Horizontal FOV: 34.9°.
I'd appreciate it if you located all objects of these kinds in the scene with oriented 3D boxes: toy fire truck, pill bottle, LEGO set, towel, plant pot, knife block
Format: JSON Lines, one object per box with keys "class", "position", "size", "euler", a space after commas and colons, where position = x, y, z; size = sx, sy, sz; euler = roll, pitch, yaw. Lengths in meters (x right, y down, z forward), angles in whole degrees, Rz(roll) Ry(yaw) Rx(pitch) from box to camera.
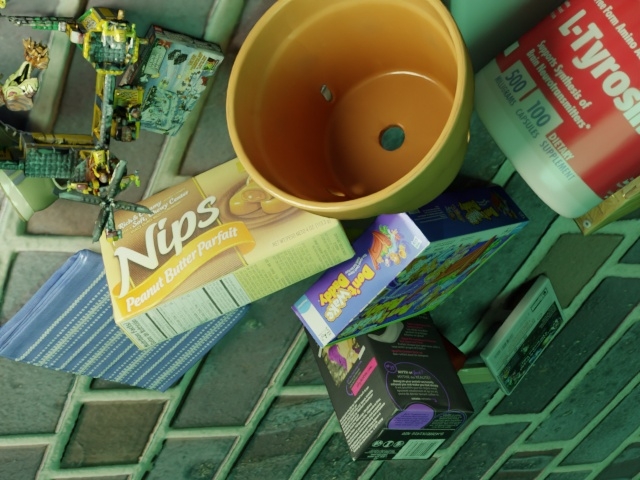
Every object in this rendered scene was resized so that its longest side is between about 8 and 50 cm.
{"class": "toy fire truck", "position": [0.236, 0.250, 1.904], "size": [0.246, 0.158, 0.217], "euler": [-37, 153, -27]}
{"class": "pill bottle", "position": [0.402, -0.230, 1.239], "size": [0.407, 0.229, 0.229], "euler": [-38, 139, 19]}
{"class": "LEGO set", "position": [-0.324, -0.131, 1.071], "size": [0.331, 0.192, 0.255], "euler": [7, 112, -28]}
{"class": "towel", "position": [-0.303, 0.130, 1.579], "size": [0.243, 0.040, 0.336], "euler": [-43, 139, 23]}
{"class": "plant pot", "position": [0.060, -0.153, 1.233], "size": [0.291, 0.291, 0.203], "euler": [-32, 158, 13]}
{"class": "knife block", "position": [0.542, -0.127, 1.602], "size": [0.242, 0.088, 0.276], "euler": [-12, 156, -39]}

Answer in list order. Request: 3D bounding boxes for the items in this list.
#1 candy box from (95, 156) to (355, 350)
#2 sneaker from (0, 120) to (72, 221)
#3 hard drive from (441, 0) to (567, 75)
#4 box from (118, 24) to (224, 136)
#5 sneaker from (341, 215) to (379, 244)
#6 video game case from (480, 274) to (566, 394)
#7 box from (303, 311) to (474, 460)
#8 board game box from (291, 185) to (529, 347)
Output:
{"class": "candy box", "position": [-0.133, -0.002, 1.372], "size": [0.316, 0.183, 0.087], "euler": [-24, 141, 4]}
{"class": "sneaker", "position": [-0.367, -0.112, 1.239], "size": [0.086, 0.064, 0.192], "euler": [-31, 139, -12]}
{"class": "hard drive", "position": [0.265, -0.333, 1.274], "size": [0.233, 0.047, 0.353], "euler": [-17, 142, -6]}
{"class": "box", "position": [-0.191, -0.192, 1.244], "size": [0.094, 0.027, 0.137], "euler": [11, 132, -36]}
{"class": "sneaker", "position": [0.000, 0.000, 1.510], "size": [0.275, 0.107, 0.110], "euler": [-2, 147, -24]}
{"class": "video game case", "position": [0.378, 0.178, 1.890], "size": [0.190, 0.022, 0.173], "euler": [-50, 142, -11]}
{"class": "box", "position": [0.106, 0.208, 1.664], "size": [0.165, 0.270, 0.143], "euler": [8, 133, -32]}
{"class": "board game box", "position": [0.143, 0.031, 1.515], "size": [0.233, 0.078, 0.347], "euler": [-47, 161, 29]}
